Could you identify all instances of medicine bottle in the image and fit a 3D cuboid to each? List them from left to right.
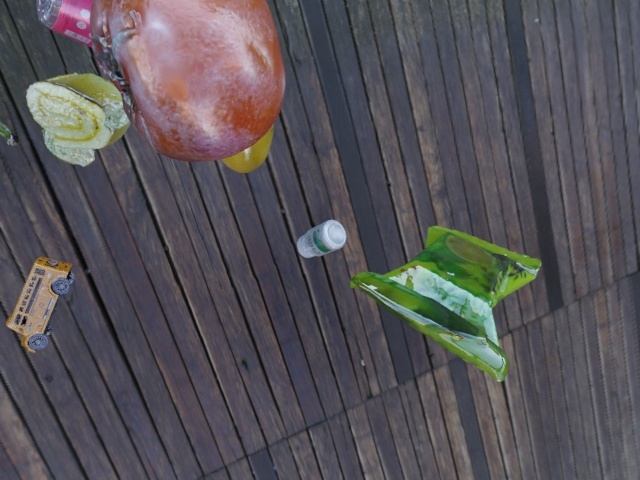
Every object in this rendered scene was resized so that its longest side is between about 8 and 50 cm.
[{"bbox_3d":[0.000,0.000,1.139,0.080,0.130,0.080,16,64,-36],"label":"medicine bottle"}]

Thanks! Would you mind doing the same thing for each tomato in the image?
[{"bbox_3d":[-0.137,-0.200,0.483,0.188,0.232,0.232,-31,107,-23],"label":"tomato"}]

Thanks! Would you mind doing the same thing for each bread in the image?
[{"bbox_3d":[-0.619,-0.338,1.122,0.257,0.124,0.186,10,127,9],"label":"bread"}]

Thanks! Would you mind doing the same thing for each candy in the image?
[{"bbox_3d":[0.146,0.045,0.451,0.246,0.149,0.069,-32,143,-48],"label":"candy"}]

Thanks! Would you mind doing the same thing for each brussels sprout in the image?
[{"bbox_3d":[-0.832,-0.319,1.407,0.139,0.100,0.181,-40,104,-39],"label":"brussels sprout"}]

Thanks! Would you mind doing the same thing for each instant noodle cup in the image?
[{"bbox_3d":[-0.610,-0.616,1.092,0.181,0.258,0.302,3,123,-47],"label":"instant noodle cup"}]

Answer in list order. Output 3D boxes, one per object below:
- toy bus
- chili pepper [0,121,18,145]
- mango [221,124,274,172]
[{"bbox_3d":[-0.607,0.138,0.915,0.088,0.083,0.194,23,91,-26],"label":"toy bus"},{"bbox_3d":[-0.548,-0.187,0.471,0.368,0.137,0.092,13,121,-32],"label":"chili pepper"},{"bbox_3d":[-0.176,-0.288,0.855,0.173,0.211,0.317,-11,112,-5],"label":"mango"}]
